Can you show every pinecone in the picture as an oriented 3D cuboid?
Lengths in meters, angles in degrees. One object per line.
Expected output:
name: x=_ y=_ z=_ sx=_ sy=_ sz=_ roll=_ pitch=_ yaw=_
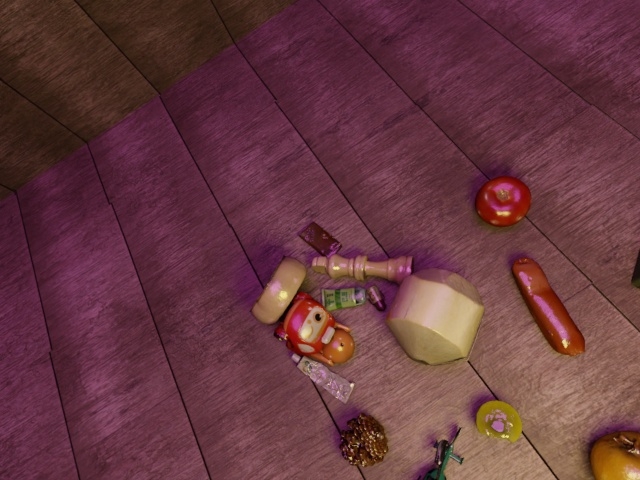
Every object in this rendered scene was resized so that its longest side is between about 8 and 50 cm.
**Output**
pinecone: x=0.137 y=0.657 z=1.318 sx=0.174 sy=0.173 sz=0.173 roll=-5 pitch=68 yaw=14

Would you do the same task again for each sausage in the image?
sausage: x=0.747 y=0.217 z=1.347 sx=0.097 sy=0.094 sz=0.348 roll=-17 pitch=63 yaw=-6

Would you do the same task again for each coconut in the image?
coconut: x=0.371 y=0.256 z=1.330 sx=0.323 sy=0.323 sz=0.322 roll=-5 pitch=68 yaw=14

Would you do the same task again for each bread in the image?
bread: x=0.550 y=0.556 z=1.255 sx=0.129 sy=0.114 sz=0.111 roll=15 pitch=73 yaw=21

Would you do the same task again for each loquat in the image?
loquat: x=0.855 y=0.624 z=1.096 sx=0.208 sy=0.208 sz=0.208 roll=-5 pitch=68 yaw=14

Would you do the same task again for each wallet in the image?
wallet: x=0.000 y=0.000 z=1.677 sx=0.176 sy=0.026 sz=0.095 roll=40 pitch=82 yaw=24

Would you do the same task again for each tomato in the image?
tomato: x=0.667 y=-0.140 z=1.483 sx=0.195 sy=0.136 sz=0.195 roll=-6 pitch=69 yaw=16

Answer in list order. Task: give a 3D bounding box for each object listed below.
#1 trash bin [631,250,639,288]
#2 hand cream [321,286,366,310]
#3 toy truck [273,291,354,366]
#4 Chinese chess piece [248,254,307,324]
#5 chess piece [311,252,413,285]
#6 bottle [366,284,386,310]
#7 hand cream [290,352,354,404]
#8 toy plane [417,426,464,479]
trash bin: x=1.087 y=0.056 z=1.231 sx=0.122 sy=0.240 sz=0.164 roll=20 pitch=75 yaw=20
hand cream: x=0.089 y=0.221 z=1.554 sx=0.175 sy=0.046 sz=0.095 roll=-9 pitch=70 yaw=14
toy truck: x=-0.006 y=0.327 z=1.430 sx=0.239 sy=0.265 sz=0.189 roll=16 pitch=63 yaw=30
Chinese chess piece: x=-0.157 y=0.186 z=1.516 sx=0.112 sy=0.270 sz=0.270 roll=33 pitch=80 yaw=-3
chess piece: x=0.153 y=0.106 z=1.550 sx=0.397 sy=0.117 sz=0.117 roll=2 pitch=70 yaw=18
bottle: x=0.213 y=0.219 z=1.520 sx=0.047 sy=0.063 sz=0.101 roll=-15 pitch=65 yaw=-26
hand cream: x=0.000 y=0.490 z=1.475 sx=0.257 sy=0.050 sz=0.084 roll=27 pitch=81 yaw=18
toy plane: x=0.346 y=0.743 z=1.225 sx=0.106 sy=0.155 sz=0.381 roll=27 pitch=62 yaw=24
